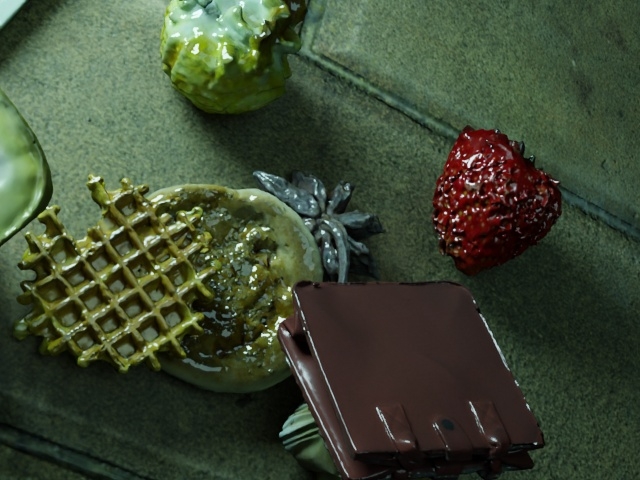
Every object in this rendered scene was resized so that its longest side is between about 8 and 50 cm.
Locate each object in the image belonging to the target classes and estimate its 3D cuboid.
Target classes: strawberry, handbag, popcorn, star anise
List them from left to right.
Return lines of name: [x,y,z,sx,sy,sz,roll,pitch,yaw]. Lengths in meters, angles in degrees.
popcorn: [-0.105,-0.268,1.634,0.198,0.212,0.198,49,23,-29]
star anise: [0.000,0.000,1.659,0.209,0.089,0.231,-24,74,-29]
handbag: [0.102,0.162,1.479,0.260,0.084,0.275,2,41,-26]
strawberry: [0.240,-0.047,1.783,0.184,0.187,0.201,23,73,15]

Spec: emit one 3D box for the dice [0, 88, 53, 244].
dice: [-0.442,-0.052,1.309,0.233,0.227,0.238,51,54,-7]

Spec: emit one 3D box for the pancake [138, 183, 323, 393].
pancake: [-0.124,0.057,1.554,0.282,0.049,0.282,4,77,-16]

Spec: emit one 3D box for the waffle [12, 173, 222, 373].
waffle: [-0.234,0.042,1.474,0.232,0.051,0.228,15,73,-12]

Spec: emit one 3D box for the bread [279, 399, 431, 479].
bread: [0.071,0.243,1.601,0.192,0.110,0.210,53,54,-13]

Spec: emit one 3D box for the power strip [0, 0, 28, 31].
power strip: [-0.344,-0.397,1.605,0.091,0.062,0.385,43,56,-16]
